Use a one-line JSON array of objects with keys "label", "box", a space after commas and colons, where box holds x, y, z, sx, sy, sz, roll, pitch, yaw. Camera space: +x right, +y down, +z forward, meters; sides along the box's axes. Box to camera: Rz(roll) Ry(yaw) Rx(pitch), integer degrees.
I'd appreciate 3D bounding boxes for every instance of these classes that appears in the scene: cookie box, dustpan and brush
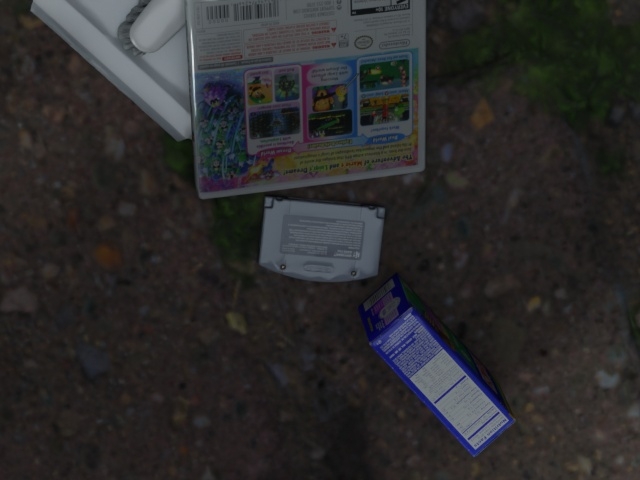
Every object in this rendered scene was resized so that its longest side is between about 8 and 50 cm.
[{"label": "cookie box", "box": [0.077, 0.082, 1.186, 0.040, 0.092, 0.107, -41, 103, 6]}, {"label": "dustpan and brush", "box": [-0.069, -0.180, 1.135, 0.147, 0.060, 0.211, 42, 95, -12]}]

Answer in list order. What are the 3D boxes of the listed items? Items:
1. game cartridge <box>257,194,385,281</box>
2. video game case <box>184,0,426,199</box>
[{"label": "game cartridge", "box": [0.000, 0.000, 1.201, 0.083, 0.017, 0.056, 6, 97, -7]}, {"label": "video game case", "box": [-0.008, -0.103, 1.151, 0.157, 0.019, 0.143, -8, 118, -13]}]
